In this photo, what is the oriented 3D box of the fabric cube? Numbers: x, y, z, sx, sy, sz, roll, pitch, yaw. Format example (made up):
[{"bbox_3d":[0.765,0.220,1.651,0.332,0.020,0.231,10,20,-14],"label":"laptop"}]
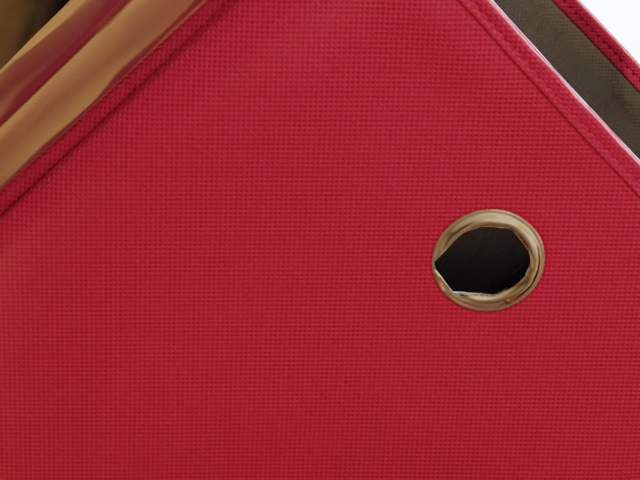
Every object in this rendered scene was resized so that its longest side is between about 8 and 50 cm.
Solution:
[{"bbox_3d":[0.000,0.000,0.747,0.258,0.254,0.259,-40,-162,14],"label":"fabric cube"}]
